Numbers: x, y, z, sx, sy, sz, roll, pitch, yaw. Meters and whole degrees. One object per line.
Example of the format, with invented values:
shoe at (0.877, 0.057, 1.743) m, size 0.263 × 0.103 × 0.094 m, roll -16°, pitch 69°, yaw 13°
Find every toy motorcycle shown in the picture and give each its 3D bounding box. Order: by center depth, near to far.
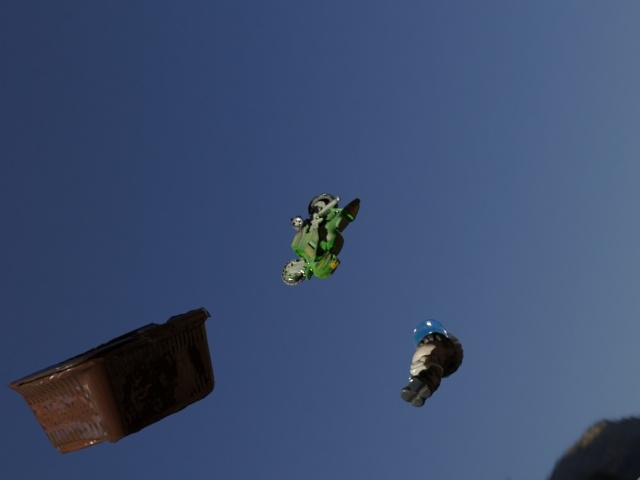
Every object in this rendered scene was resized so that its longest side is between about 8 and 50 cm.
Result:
toy motorcycle at (0.000, 0.000, 2.176) m, size 0.074 × 0.106 × 0.190 m, roll 53°, pitch -127°, yaw -49°

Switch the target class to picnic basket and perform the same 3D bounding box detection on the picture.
picnic basket at (-0.289, 0.208, 1.770) m, size 0.297 × 0.222 × 0.129 m, roll -21°, pitch -88°, yaw -55°

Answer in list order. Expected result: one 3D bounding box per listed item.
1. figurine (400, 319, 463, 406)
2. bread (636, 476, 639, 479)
figurine at (0.166, 0.185, 1.819) m, size 0.086 × 0.087 × 0.149 m, roll -62°, pitch 0°, yaw 33°
bread at (0.596, 0.469, 1.838) m, size 0.237 × 0.320 × 0.320 m, roll 48°, pitch -119°, yaw -46°
